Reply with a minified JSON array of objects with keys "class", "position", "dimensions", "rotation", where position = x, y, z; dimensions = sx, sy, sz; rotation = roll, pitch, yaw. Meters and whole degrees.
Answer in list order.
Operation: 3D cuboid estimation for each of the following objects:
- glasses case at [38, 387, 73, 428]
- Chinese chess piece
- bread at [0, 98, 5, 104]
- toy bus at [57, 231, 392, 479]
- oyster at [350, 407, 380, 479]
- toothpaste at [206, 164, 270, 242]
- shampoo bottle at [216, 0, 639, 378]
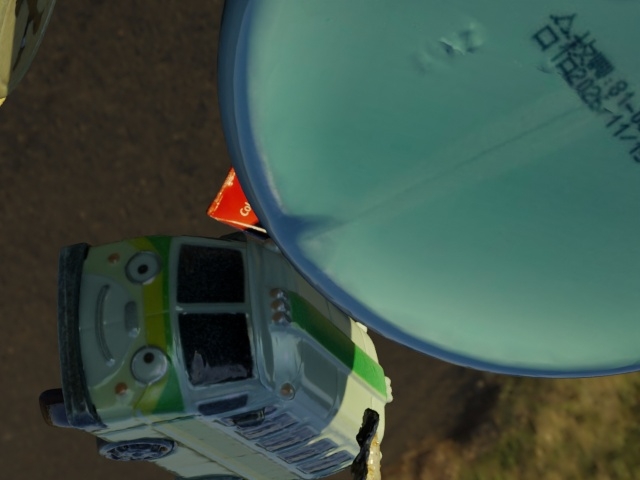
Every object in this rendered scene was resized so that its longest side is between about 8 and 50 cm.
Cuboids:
[{"class":"glasses case","position":[-0.181,0.130,1.264],"dimensions":[0.083,0.023,0.033],"rotation":[-6,126,20]},{"class":"Chinese chess piece","position":[-0.326,-0.251,1.616],"dimensions":[0.092,0.237,0.237],"rotation":[20,144,2]},{"class":"bread","position":[-0.459,-0.283,2.118],"dimensions":[0.168,0.264,0.163],"rotation":[15,118,-6]},{"class":"toy bus","position":[-0.061,0.088,1.137],"dimensions":[0.165,0.133,0.276],"rotation":[-12,158,14]},{"class":"oyster","position":[0.029,0.143,1.051],"dimensions":[0.019,0.083,0.054],"rotation":[1,143,9]},{"class":"toothpaste","position":[0.000,0.000,1.366],"dimensions":[0.194,0.071,0.045],"rotation":[29,136,-2]},{"class":"shampoo bottle","position":[0.118,-0.154,0.836],"dimensions":[0.331,0.342,0.331],"rotation":[0,125,1]}]
